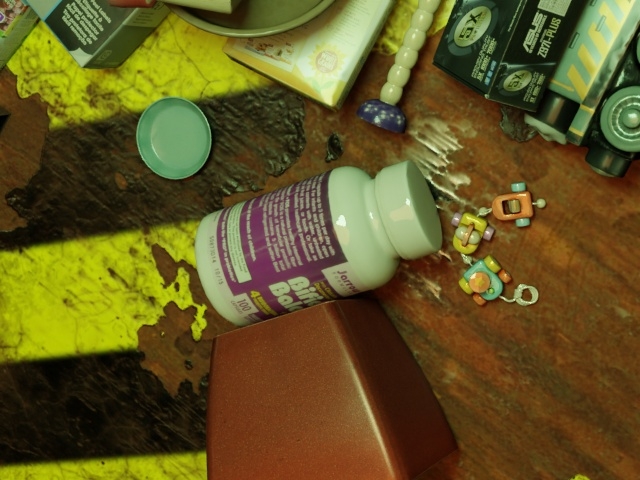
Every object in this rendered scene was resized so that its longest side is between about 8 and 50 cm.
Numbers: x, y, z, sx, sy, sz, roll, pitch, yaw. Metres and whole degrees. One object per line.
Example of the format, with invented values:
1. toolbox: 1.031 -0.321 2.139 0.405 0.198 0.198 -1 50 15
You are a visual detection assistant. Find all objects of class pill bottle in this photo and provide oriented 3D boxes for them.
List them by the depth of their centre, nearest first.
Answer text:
1. pill bottle: 0.000 0.000 1.286 0.302 0.169 0.169 -19 93 21

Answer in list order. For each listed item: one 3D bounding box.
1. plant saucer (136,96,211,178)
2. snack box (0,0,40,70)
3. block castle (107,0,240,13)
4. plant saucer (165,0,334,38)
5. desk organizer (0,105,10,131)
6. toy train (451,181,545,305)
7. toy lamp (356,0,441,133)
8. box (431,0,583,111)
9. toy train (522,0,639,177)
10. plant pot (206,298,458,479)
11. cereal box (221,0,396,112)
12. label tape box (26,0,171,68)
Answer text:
1. plant saucer: -0.209 -0.149 1.408 0.119 0.021 0.119 3 99 18
2. snack box: -0.539 -0.336 1.459 0.174 0.070 0.207 46 111 5
3. block castle: -0.160 -0.510 1.089 0.213 0.303 0.453 12 75 8
4. plant saucer: -0.085 -0.375 1.223 0.278 0.041 0.277 -1 74 3
5. desk organizer: -0.538 -0.158 1.501 0.050 0.047 0.130 37 108 6
6. toy train: 0.234 0.009 1.276 0.125 0.046 0.166 -2 98 19
7. toy lamp: 0.127 -0.277 1.246 0.080 0.080 0.274 24 105 13
8. box: 0.227 -0.267 1.164 0.078 0.147 0.180 10 112 -27
9. toy train: 0.372 -0.247 1.149 0.190 0.142 0.333 31 109 24
10. plant pot: -0.003 0.212 1.287 0.267 0.267 0.235 -19 82 20
11. cereal box: 0.002 -0.312 1.269 0.173 0.047 0.240 29 91 11
12. label tape box: -0.272 -0.443 1.331 0.348 0.115 0.249 -41 86 21
